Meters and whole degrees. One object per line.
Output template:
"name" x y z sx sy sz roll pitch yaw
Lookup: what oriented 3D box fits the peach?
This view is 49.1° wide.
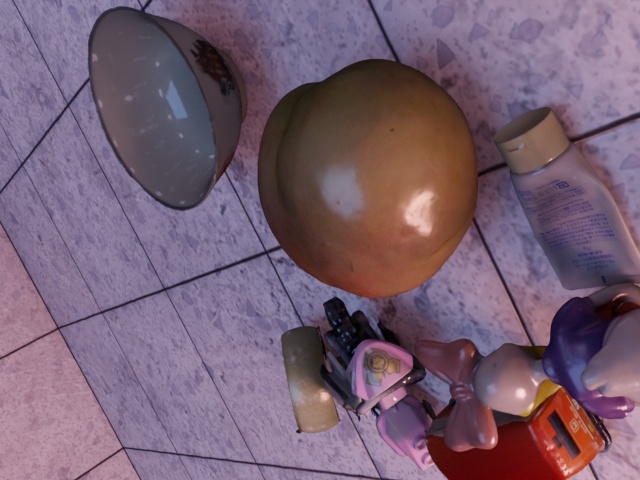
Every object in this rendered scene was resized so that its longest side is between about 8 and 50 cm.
"peach" 0.053 -0.071 0.867 0.292 0.248 0.292 3 95 41

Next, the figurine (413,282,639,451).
"figurine" 0.297 0.136 0.751 0.421 0.193 0.154 -25 80 52

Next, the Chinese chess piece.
"Chinese chess piece" -0.021 0.247 1.249 0.188 0.083 0.188 168 90 -89

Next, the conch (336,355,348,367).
"conch" 0.069 0.237 1.234 0.121 0.074 0.089 -23 130 37

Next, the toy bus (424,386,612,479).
"toy bus" 0.254 0.272 0.974 0.121 0.120 0.265 58 145 0

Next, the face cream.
"face cream" 0.279 -0.038 0.796 0.114 0.070 0.224 -13 116 53

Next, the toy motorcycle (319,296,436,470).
"toy motorcycle" 0.101 0.237 1.087 0.326 0.143 0.188 62 170 -26

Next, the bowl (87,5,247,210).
"bowl" -0.226 -0.232 1.163 0.337 0.158 0.337 28 134 34
